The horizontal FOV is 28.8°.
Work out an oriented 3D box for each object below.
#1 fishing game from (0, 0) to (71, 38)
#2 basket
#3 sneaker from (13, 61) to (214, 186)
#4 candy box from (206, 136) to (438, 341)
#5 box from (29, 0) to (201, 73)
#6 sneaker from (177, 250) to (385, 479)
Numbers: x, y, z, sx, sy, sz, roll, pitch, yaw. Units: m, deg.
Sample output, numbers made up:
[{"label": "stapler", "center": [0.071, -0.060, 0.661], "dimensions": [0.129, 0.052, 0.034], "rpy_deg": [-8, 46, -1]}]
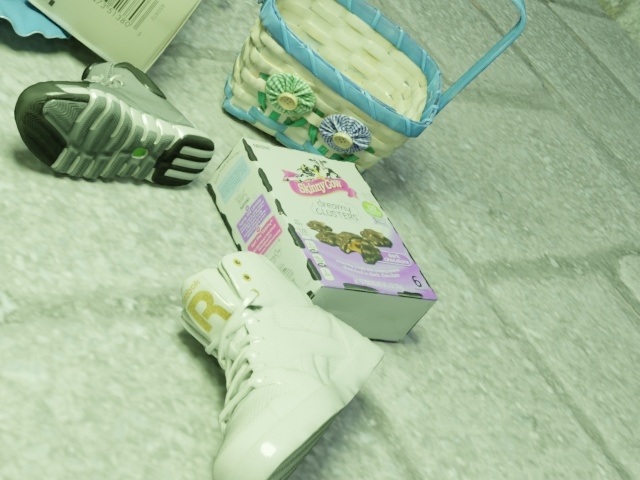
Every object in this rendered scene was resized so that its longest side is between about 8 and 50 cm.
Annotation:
[{"label": "fishing game", "center": [-0.330, -0.258, 1.244], "dimensions": [0.189, 0.041, 0.264], "rpy_deg": [47, 21, 12]}, {"label": "basket", "center": [0.048, -0.217, 1.365], "dimensions": [0.255, 0.289, 0.201], "rpy_deg": [32, 29, -12]}, {"label": "sneaker", "center": [-0.212, -0.124, 1.161], "dimensions": [0.229, 0.086, 0.132], "rpy_deg": [17, 30, -53]}, {"label": "candy box", "center": [0.000, 0.000, 1.230], "dimensions": [0.165, 0.070, 0.196], "rpy_deg": [9, 42, -44]}, {"label": "box", "center": [-0.196, -0.309, 1.353], "dimensions": [0.148, 0.121, 0.311], "rpy_deg": [36, 24, -16]}, {"label": "sneaker", "center": [-0.062, 0.102, 0.991], "dimensions": [0.169, 0.108, 0.292], "rpy_deg": [40, 19, 4]}]
